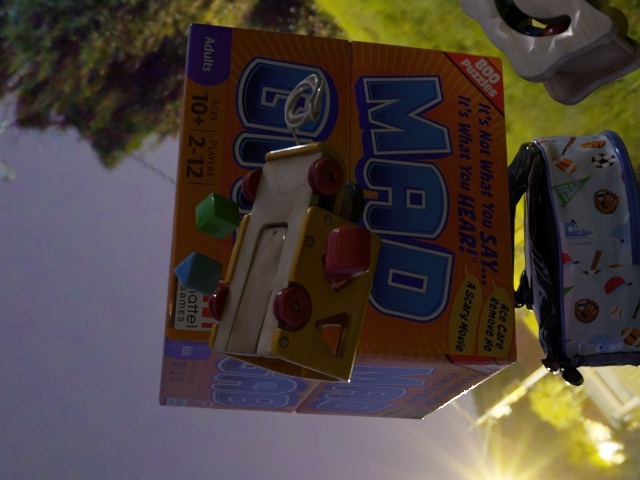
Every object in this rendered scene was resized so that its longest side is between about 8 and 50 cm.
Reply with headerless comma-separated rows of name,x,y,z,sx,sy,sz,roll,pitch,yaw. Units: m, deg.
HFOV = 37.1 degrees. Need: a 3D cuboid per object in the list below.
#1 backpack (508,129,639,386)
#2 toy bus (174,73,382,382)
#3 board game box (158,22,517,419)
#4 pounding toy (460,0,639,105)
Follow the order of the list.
backpack,0.326,0.000,1.149,0.276,0.213,0.263,-96,-8,-72
toy bus,-0.006,0.011,0.734,0.104,0.202,0.191,25,-152,-36
board game box,-0.001,0.003,1.148,0.356,0.356,0.356,117,156,-68
pounding toy,0.258,-0.256,1.011,0.155,0.154,0.269,21,-149,-42
